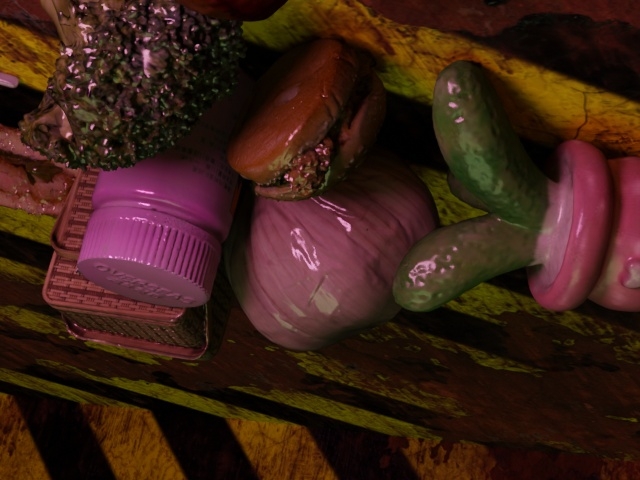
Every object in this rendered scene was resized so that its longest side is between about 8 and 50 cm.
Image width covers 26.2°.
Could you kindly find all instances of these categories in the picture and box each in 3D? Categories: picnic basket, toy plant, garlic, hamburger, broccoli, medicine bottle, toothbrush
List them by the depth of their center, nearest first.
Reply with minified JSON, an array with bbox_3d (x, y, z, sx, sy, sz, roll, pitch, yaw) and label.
[{"bbox_3d":[-0.205,-0.198,1.495,0.288,0.260,0.235,-37,128,7],"label":"broccoli"},{"bbox_3d":[-0.015,-0.127,1.590,0.189,0.215,0.122,-23,127,38],"label":"hamburger"},{"bbox_3d":[0.280,-0.046,1.660,0.356,0.317,0.210,11,-155,-4],"label":"toy plant"},{"bbox_3d":[-0.186,-0.078,1.718,0.178,0.290,0.178,11,161,4],"label":"medicine bottle"},{"bbox_3d":[0.000,0.000,1.828,0.259,0.317,0.317,51,148,-14],"label":"garlic"},{"bbox_3d":[-0.538,-0.250,1.878,0.257,0.018,0.024,16,154,-5],"label":"toothbrush"},{"bbox_3d":[-0.228,-0.007,1.904,0.228,0.312,0.175,8,160,19],"label":"picnic basket"},{"bbox_3d":[-0.418,-0.107,2.046,0.262,0.124,0.131,15,-169,31],"label":"hamburger"}]

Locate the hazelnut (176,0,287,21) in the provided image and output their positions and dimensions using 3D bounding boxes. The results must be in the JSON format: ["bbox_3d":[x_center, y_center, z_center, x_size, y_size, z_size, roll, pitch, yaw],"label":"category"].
[{"bbox_3d":[-0.074,-0.304,1.221,0.208,0.208,0.208,12,160,4],"label":"hazelnut"}]
